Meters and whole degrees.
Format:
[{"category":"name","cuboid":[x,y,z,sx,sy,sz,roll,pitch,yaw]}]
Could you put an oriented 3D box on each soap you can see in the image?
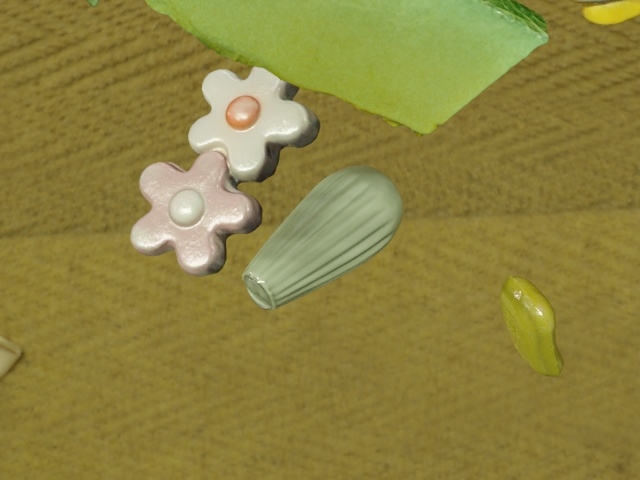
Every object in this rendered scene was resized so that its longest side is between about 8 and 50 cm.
[{"category":"soap","cuboid":[0.243,0.101,1.077,0.045,0.089,0.140,-27,134,-3]}]

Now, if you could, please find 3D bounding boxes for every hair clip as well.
[{"category":"hair clip","cuboid":[-0.104,-0.083,1.009,0.146,0.075,0.257,32,77,12]}]

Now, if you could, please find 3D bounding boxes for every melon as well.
[{"category":"melon","cuboid":[-0.007,-0.126,0.539,0.262,0.053,0.114,14,133,4]}]

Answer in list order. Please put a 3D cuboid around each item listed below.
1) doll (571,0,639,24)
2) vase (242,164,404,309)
[{"category":"doll","cuboid":[0.210,-0.321,0.706,0.141,0.177,0.314,-19,132,-1]},{"category":"vase","cuboid":[0.000,0.000,1.275,0.248,0.128,0.128,-39,113,-27]}]
